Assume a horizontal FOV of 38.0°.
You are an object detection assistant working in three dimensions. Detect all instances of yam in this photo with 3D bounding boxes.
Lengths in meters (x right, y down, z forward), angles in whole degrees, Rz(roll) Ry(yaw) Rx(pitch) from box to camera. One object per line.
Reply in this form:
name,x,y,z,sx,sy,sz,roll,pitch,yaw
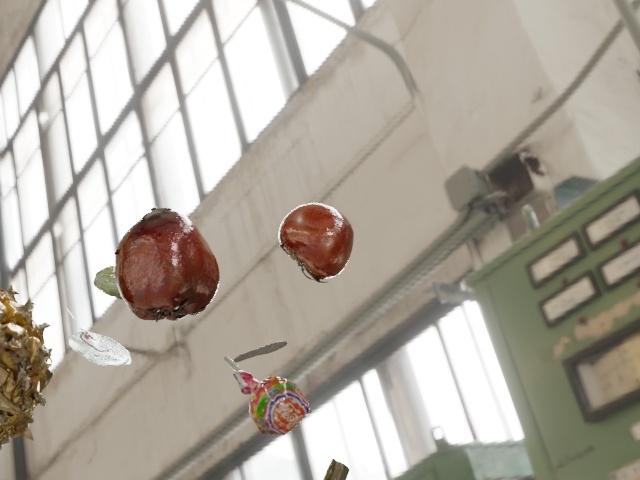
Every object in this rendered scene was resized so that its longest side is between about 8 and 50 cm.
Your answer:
yam,0.021,0.552,2.054,0.054,0.132,0.054,20,-27,10

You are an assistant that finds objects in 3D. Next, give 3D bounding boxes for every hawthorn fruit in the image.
hawthorn fruit,-0.274,0.037,1.613,0.185,0.202,0.185,-13,-12,-3

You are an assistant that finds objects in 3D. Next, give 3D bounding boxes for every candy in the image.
candy,-0.141,0.317,2.032,0.124,0.124,0.365,-7,16,-24

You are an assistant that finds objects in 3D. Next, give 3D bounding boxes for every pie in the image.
pie,-0.361,0.107,1.946,0.240,0.054,0.240,17,0,0

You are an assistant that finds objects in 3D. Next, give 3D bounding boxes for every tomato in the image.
tomato,0.000,0.000,1.963,0.167,0.167,0.167,-12,-28,-7

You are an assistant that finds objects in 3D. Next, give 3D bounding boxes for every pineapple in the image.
pineapple,-0.634,0.223,1.619,0.352,0.353,0.300,0,10,-27

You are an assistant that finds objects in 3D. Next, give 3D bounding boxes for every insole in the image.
insole,-0.149,0.276,2.311,0.152,0.053,0.002,-20,-72,15

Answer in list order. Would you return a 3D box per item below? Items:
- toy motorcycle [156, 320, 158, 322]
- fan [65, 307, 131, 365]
toy motorcycle,-0.374,0.081,2.261,0.205,0.127,0.275,-14,-31,2
fan,-0.646,0.263,2.593,0.182,0.310,0.010,11,-70,-47
